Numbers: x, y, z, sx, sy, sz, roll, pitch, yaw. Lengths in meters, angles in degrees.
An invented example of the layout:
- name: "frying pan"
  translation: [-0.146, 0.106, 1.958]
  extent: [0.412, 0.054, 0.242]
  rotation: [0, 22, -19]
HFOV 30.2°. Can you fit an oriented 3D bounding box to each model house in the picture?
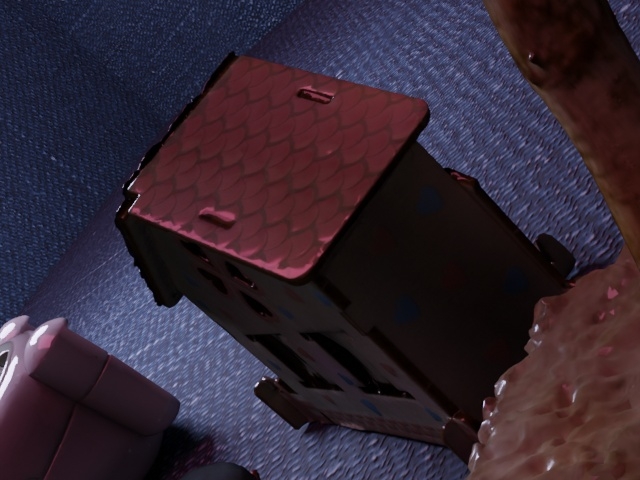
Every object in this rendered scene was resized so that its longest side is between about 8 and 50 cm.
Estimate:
- name: "model house"
  translation: [0.000, 0.000, 0.754]
  extent: [0.169, 0.244, 0.326]
  rotation: [-54, 15, -16]

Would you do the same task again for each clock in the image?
- name: "clock"
  translation: [-0.303, 0.244, 1.123]
  extent: [0.326, 0.184, 0.342]
  rotation: [-56, 11, -16]

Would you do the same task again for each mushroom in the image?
- name: "mushroom"
  translation: [0.110, -0.021, 0.450]
  extent: [0.233, 0.301, 0.208]
  rotation: [-37, -20, -8]

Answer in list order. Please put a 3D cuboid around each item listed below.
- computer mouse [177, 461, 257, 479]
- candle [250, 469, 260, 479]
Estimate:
- name: "computer mouse"
  translation: [-0.134, 0.285, 0.623]
  extent: [0.371, 0.122, 0.188]
  rotation: [-48, 3, 1]
- name: "candle"
  translation: [-0.089, 0.210, 0.836]
  extent: [0.130, 0.052, 0.052]
  rotation: [-47, 15, 0]
